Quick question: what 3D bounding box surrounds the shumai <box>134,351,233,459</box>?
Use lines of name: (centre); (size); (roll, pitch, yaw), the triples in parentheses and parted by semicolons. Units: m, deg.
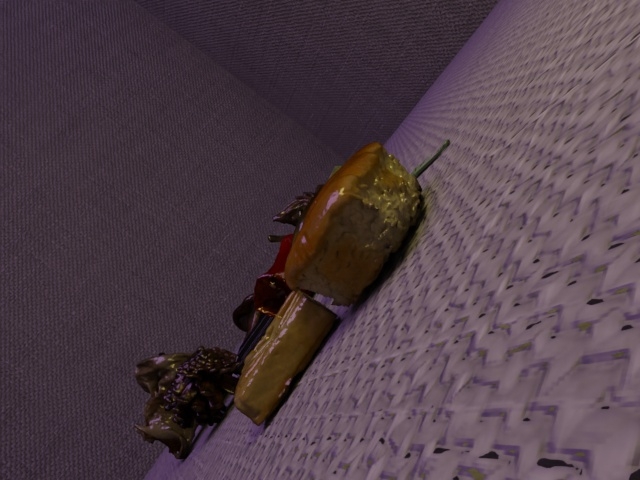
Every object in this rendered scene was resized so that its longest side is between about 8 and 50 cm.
shumai: (-0.373, 0.472, 1.298); (0.267, 0.262, 0.314); (-16, -27, 19)

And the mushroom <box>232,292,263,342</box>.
mushroom: (-0.265, 0.327, 1.735); (0.217, 0.148, 0.227); (-82, 18, -50)

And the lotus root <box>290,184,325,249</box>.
lotus root: (0.033, -0.031, 0.817); (0.123, 0.124, 0.241); (99, -163, -47)

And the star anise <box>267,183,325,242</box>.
star anise: (-0.009, -0.096, 1.550); (0.293, 0.108, 0.349); (-6, 33, 30)

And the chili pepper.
chili pepper: (-0.047, 0.050, 1.142); (0.338, 0.131, 0.134); (-64, -15, -56)

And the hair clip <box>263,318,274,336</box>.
hair clip: (-0.085, 0.163, 1.286); (0.275, 0.048, 0.083); (-56, 8, -34)

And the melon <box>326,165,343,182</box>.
melon: (0.069, -0.098, 1.148); (0.196, 0.124, 0.323); (-52, -3, 6)

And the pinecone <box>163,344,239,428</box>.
pinecone: (-0.267, 0.337, 1.053); (0.195, 0.150, 0.179); (-54, 3, 0)

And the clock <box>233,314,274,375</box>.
clock: (-0.181, 0.278, 1.436); (0.278, 0.049, 0.273); (-54, 3, -9)

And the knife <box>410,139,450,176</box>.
knife: (0.167, -0.118, 0.820); (0.030, 0.014, 0.207); (-55, 5, -30)

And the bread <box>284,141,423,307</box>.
bread: (0.046, -0.027, 0.605); (0.174, 0.121, 0.245); (-51, 6, 32)

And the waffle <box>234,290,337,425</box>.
waffle: (-0.055, 0.154, 0.691); (0.168, 0.057, 0.274); (-54, 3, -5)
